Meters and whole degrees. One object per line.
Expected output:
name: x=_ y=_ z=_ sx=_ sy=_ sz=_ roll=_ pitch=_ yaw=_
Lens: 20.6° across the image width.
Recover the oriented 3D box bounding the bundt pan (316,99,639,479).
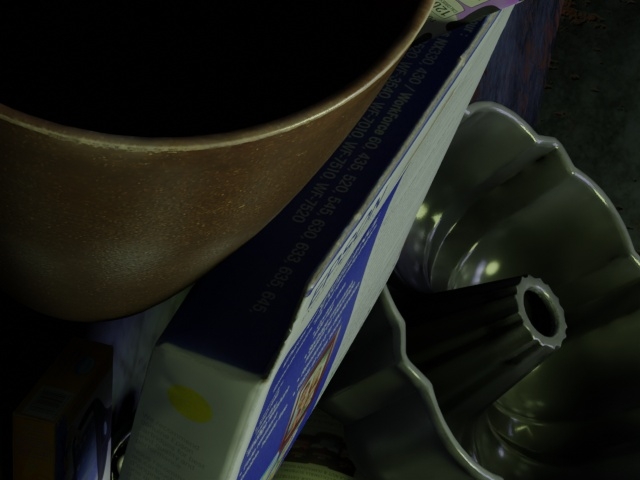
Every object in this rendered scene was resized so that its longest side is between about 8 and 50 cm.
bundt pan: x=0.110 y=0.072 z=1.230 sx=0.124 sy=0.331 sz=0.331 roll=-30 pitch=-157 yaw=38

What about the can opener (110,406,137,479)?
can opener: x=-0.112 y=0.188 z=1.069 sx=0.073 sy=0.059 sz=0.186 roll=15 pitch=87 yaw=-78

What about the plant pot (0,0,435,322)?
plant pot: x=-0.081 y=-0.066 z=0.685 sx=0.230 sy=0.215 sz=0.215 roll=110 pitch=0 yaw=-58

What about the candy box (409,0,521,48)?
candy box: x=-0.002 y=-0.157 z=0.778 sx=0.165 sy=0.196 sz=0.070 roll=36 pitch=57 yaw=-29

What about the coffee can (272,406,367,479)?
coffee can: x=0.012 y=0.197 z=1.306 sx=0.275 sy=0.201 sz=0.201 roll=-65 pitch=162 yaw=-46

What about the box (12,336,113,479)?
box: x=-0.140 y=0.131 z=0.961 sx=0.081 sy=0.028 sz=0.136 roll=-59 pitch=156 yaw=-58

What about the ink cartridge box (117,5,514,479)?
ink cartridge box: x=0.000 y=0.000 z=0.880 sx=0.303 sy=0.072 sz=0.307 roll=-56 pitch=170 yaw=-40
